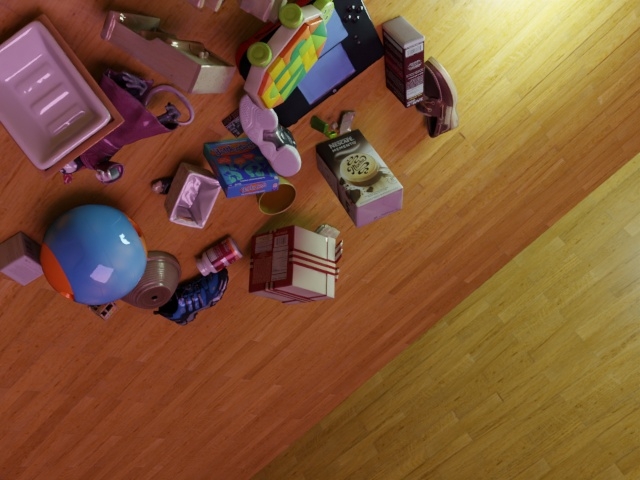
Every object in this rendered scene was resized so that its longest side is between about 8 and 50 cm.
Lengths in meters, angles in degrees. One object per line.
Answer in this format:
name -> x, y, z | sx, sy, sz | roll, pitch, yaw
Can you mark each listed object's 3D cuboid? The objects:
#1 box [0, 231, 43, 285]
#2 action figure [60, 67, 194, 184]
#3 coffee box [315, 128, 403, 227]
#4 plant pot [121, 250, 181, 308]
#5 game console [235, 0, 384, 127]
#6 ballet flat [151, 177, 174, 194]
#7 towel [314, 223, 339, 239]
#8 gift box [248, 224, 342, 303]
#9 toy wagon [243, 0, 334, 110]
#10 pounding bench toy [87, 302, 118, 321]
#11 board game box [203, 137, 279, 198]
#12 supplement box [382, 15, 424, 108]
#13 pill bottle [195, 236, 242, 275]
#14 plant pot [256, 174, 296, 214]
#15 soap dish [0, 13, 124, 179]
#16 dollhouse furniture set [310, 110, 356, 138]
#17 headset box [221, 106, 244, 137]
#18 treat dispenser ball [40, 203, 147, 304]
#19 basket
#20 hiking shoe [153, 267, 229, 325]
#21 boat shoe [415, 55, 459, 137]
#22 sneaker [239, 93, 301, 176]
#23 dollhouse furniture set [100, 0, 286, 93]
box -> -0.858, 0.054, 1.764 | 0.087, 0.101, 0.102 | -31, 144, 0
action figure -> -0.556, -0.285, 1.577 | 0.370, 0.248, 0.275 | -34, -171, 24
coffee box -> 0.123, -0.207, 2.012 | 0.168, 0.297, 0.119 | -24, 147, -12
plant pot -> -0.579, 0.155, 2.086 | 0.237, 0.109, 0.237 | -19, 141, -16
game console -> -0.022, -0.522, 1.738 | 0.387, 0.060, 0.342 | -35, 144, 6
ballet flat -> -0.429, -0.157, 1.875 | 0.173, 0.049, 0.057 | 0, 137, -36
towel -> 0.000, 0.000, 2.398 | 0.148, 0.027, 0.110 | -44, 142, 17
gift box -> -0.080, 0.077, 2.211 | 0.255, 0.276, 0.258 | -7, 160, 40
toy wagon -> -0.063, -0.489, 1.543 | 0.344, 0.068, 0.267 | -51, 171, -1
pounding bench toy -> -0.746, 0.224, 2.096 | 0.065, 0.083, 0.052 | -55, 154, -23
board game box -> -0.236, -0.219, 1.809 | 0.160, 0.210, 0.047 | -13, 139, -26
supplement box -> 0.253, -0.536, 1.862 | 0.073, 0.130, 0.239 | -25, 145, -10
pill bottle -> -0.357, 0.059, 2.154 | 0.152, 0.086, 0.086 | -31, 144, 0
plant pot -> -0.158, -0.166, 2.026 | 0.134, 0.095, 0.134 | -19, 142, -16
soap dish -> -0.610, -0.317, 1.381 | 0.229, 0.291, 0.118 | -36, -175, 3
dollhouse furniture set -> 0.041, -0.380, 1.982 | 0.152, 0.059, 0.076 | -26, 141, -42
headset box -> -0.237, -0.351, 1.803 | 0.083, 0.032, 0.062 | -39, 145, 8
treat dispenser ball -> -0.641, 0.040, 1.748 | 0.288, 0.288, 0.288 | -20, 143, -16
basket -> -0.383, -0.137, 1.826 | 0.113, 0.103, 0.167 | 15, 112, -36
hiking shoe -> -0.458, 0.199, 2.221 | 0.304, 0.113, 0.132 | -44, 143, 16
boat shoe -> 0.378, -0.463, 2.054 | 0.123, 0.123, 0.342 | -33, 151, 0
sneaker -> -0.152, -0.319, 1.802 | 0.101, 0.153, 0.268 | -29, 114, 8
dollhouse furniture set -> -0.267, -0.558, 1.338 | 0.394, 0.256, 0.362 | -61, 169, 23
